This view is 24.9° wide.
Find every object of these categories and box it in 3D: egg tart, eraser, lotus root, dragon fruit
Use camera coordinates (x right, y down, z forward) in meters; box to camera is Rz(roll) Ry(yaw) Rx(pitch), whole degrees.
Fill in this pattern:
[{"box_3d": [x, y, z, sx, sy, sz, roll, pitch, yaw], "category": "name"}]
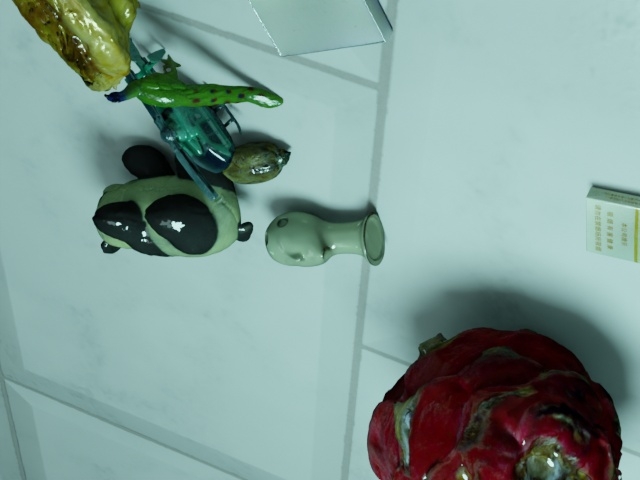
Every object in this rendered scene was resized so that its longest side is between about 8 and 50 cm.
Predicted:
[{"box_3d": [-0.297, -0.301, 1.648, 0.290, 0.115, 0.290, 47, 169, 12], "category": "egg tart"}, {"box_3d": [-0.005, -0.258, 1.611, 0.150, 0.023, 0.104, -3, 132, 36], "category": "eraser"}, {"box_3d": [-0.082, -0.098, 1.827, 0.099, 0.049, 0.054, -7, 127, 32], "category": "lotus root"}, {"box_3d": [0.223, 0.261, 1.815, 0.329, 0.329, 0.329, 19, 141, 16], "category": "dragon fruit"}]

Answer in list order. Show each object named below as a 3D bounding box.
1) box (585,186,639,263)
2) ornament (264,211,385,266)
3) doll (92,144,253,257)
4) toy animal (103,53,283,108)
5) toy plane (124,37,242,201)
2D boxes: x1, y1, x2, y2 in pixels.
[{"box_3d": [0.381, -0.006, 1.629, 0.167, 0.024, 0.090, 14, 139, 23], "category": "box"}, {"box_3d": [0.000, 0.000, 1.858, 0.156, 0.081, 0.075, 1, 131, 28], "category": "ornament"}, {"box_3d": [-0.208, -0.040, 1.907, 0.234, 0.143, 0.135, 1, 140, 34], "category": "doll"}, {"box_3d": [-0.155, -0.185, 1.734, 0.217, 0.075, 0.041, -2, 131, -26], "category": "toy animal"}, {"box_3d": [-0.177, -0.159, 1.789, 0.235, 0.096, 0.060, 54, 138, 0], "category": "toy plane"}]
